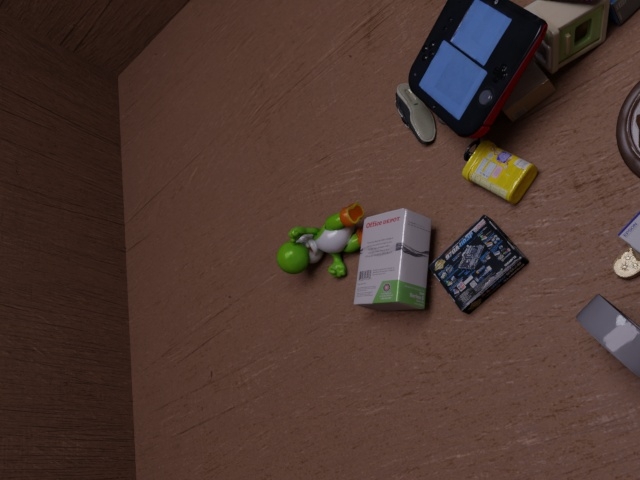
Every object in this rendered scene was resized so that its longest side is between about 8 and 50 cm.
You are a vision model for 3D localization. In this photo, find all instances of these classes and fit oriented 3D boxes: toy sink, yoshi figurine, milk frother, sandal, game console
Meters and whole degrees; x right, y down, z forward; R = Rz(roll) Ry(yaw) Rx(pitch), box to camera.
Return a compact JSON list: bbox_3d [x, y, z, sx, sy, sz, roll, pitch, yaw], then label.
[{"bbox_3d":[0.622,-0.552,1.532,0.234,0.153,0.131,-30,56,2],"label":"toy sink"},{"bbox_3d":[-0.005,0.021,1.895,0.362,0.203,0.204,-23,66,37],"label":"yoshi figurine"},{"bbox_3d":[0.414,-0.326,1.702,0.143,0.129,0.135,-59,40,10],"label":"milk frother"},{"bbox_3d":[0.756,-0.013,1.307,0.240,0.079,0.088,-51,48,14],"label":"sandal"},{"bbox_3d":[0.402,-0.497,1.578,0.387,0.060,0.342,60,135,44],"label":"game console"}]

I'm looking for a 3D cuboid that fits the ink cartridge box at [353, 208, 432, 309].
[{"bbox_3d":[0.212,0.062,1.706,0.198,0.114,0.273,-12,65,54],"label":"ink cartridge box"}]

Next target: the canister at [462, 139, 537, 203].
[{"bbox_3d":[0.497,-0.189,1.610,0.170,0.073,0.126,40,101,41],"label":"canister"}]

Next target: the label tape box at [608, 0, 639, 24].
[{"bbox_3d":[0.827,-0.772,1.521,0.334,0.105,0.241,-46,49,18],"label":"label tape box"}]

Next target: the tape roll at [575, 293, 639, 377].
[{"bbox_3d":[0.649,0.212,1.218,0.072,0.219,0.219,-51,48,14],"label":"tape roll"}]

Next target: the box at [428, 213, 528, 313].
[{"bbox_3d":[0.427,0.065,1.587,0.220,0.051,0.175,-47,49,18],"label":"box"}]

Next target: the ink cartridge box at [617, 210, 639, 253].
[{"bbox_3d":[0.772,0.019,1.159,0.165,0.065,0.333,-53,28,17],"label":"ink cartridge box"}]

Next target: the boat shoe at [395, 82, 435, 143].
[{"bbox_3d":[0.304,-0.399,1.875,0.079,0.083,0.233,112,143,-56],"label":"boat shoe"}]

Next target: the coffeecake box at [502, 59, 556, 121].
[{"bbox_3d":[0.557,-0.458,1.663,0.142,0.068,0.186,-37,53,24],"label":"coffeecake box"}]

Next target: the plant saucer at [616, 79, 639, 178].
[{"bbox_3d":[0.824,-0.268,1.309,0.310,0.050,0.311,0,90,46],"label":"plant saucer"}]
